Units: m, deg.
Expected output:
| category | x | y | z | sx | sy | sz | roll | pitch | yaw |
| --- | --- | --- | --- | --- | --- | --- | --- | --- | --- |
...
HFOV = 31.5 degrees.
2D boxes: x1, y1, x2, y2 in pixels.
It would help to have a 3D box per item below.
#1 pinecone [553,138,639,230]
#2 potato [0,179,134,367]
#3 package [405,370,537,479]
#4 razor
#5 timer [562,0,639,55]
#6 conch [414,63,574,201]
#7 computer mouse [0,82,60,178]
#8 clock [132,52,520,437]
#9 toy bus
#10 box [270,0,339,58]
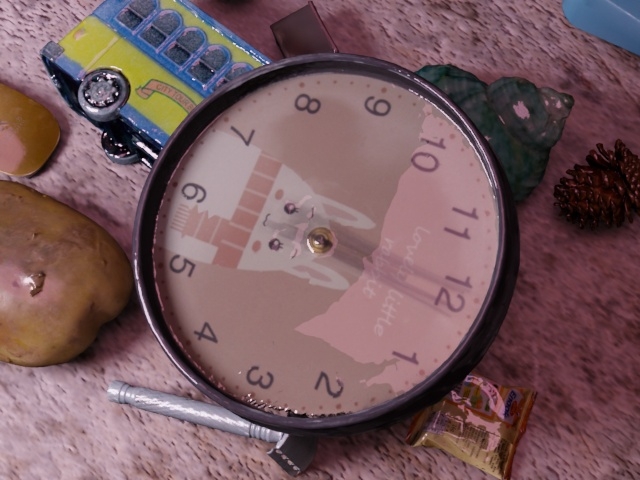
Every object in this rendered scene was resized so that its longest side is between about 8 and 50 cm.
| category | x | y | z | sx | sy | sz | roll | pitch | yaw |
| --- | --- | --- | --- | --- | --- | --- | --- | --- | --- |
| pinecone | 0.319 | -0.058 | 1.281 | 0.109 | 0.102 | 0.102 | -31 | 70 | -5 |
| potato | -0.356 | 0.029 | 1.262 | 0.296 | 0.141 | 0.191 | 20 | 68 | 13 |
| package | 0.164 | 0.191 | 1.225 | 0.121 | 0.031 | 0.108 | 21 | 71 | 6 |
| razor | -0.123 | 0.185 | 1.221 | 0.232 | 0.106 | 0.068 | 12 | 69 | 18 |
| timer | 0.451 | -0.330 | 1.390 | 0.250 | 0.091 | 0.232 | 28 | 72 | 10 |
| conch | 0.183 | -0.131 | 1.297 | 0.202 | 0.134 | 0.196 | -3 | 69 | 3 |
| computer mouse | -0.414 | -0.146 | 1.385 | 0.199 | 0.045 | 0.102 | 26 | 69 | 12 |
| clock | 0.000 | 0.000 | 1.112 | 0.386 | 0.076 | 0.386 | -3 | 77 | 13 |
| toy bus | -0.152 | -0.155 | 1.317 | 0.312 | 0.152 | 0.190 | 37 | 76 | 16 |
| box | -0.017 | -0.237 | 1.394 | 0.063 | 0.060 | 0.084 | -25 | 70 | -2 |
